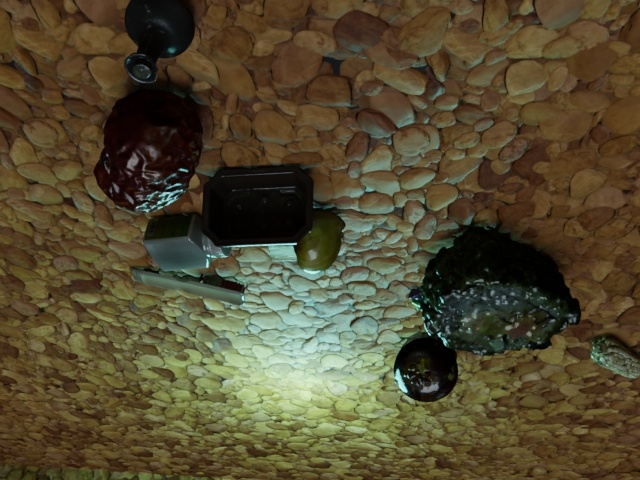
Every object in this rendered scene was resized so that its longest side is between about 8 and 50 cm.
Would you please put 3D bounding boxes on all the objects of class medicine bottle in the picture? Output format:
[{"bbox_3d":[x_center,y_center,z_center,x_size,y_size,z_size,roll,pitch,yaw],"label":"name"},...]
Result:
[{"bbox_3d":[-0.321,0.005,1.596,0.188,0.088,0.132,-5,140,13],"label":"medicine bottle"}]

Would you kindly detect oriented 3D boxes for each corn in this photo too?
[{"bbox_3d":[0.865,0.348,1.872,0.210,0.087,0.087,31,135,-26],"label":"corn"}]

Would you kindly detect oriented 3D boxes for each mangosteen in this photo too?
[{"bbox_3d":[0.325,0.383,1.932,0.192,0.192,0.217,-17,167,26],"label":"mangosteen"}]

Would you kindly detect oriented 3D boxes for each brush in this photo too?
[{"bbox_3d":[-0.358,0.114,1.776,0.320,0.050,0.060,11,144,6],"label":"brush"}]

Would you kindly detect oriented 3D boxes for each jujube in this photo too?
[{"bbox_3d":[-0.336,-0.173,1.281,0.212,0.213,0.232,18,139,-14],"label":"jujube"}]

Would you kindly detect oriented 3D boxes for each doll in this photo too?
[{"bbox_3d":[0.318,0.138,1.713,0.115,0.050,0.190,24,135,-24],"label":"doll"}]

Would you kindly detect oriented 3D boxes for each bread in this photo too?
[{"bbox_3d":[-0.057,0.025,1.635,0.153,0.028,0.068,0,141,6],"label":"bread"}]

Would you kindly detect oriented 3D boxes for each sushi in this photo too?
[{"bbox_3d":[0.414,0.144,1.575,0.351,0.178,0.294,21,129,-22],"label":"sushi"}]

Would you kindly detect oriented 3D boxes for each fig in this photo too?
[{"bbox_3d":[-0.012,0.002,1.517,0.120,0.136,0.153,6,129,-15],"label":"fig"}]

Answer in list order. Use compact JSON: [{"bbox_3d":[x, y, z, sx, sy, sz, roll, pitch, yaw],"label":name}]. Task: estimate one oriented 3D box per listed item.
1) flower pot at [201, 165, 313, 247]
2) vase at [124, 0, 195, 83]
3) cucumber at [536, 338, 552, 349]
[{"bbox_3d":[-0.132,-0.066,1.443,0.250,0.179,0.084,-2,166,9],"label":"flower pot"},{"bbox_3d":[-0.280,-0.340,1.090,0.120,0.183,0.120,3,140,2],"label":"vase"},{"bbox_3d":[0.541,0.271,1.840,0.245,0.067,0.067,4,141,-1],"label":"cucumber"}]
